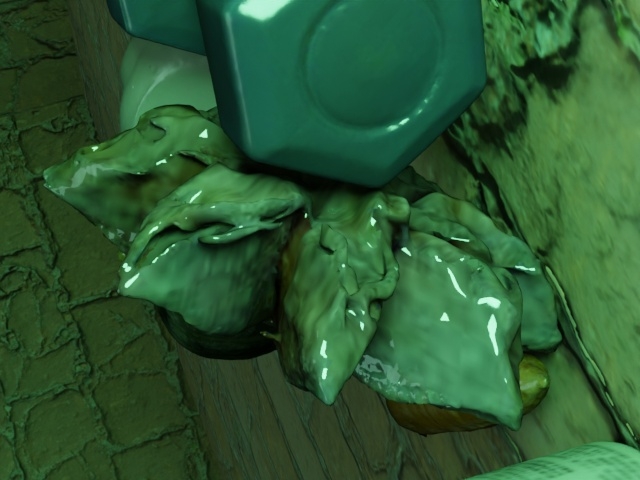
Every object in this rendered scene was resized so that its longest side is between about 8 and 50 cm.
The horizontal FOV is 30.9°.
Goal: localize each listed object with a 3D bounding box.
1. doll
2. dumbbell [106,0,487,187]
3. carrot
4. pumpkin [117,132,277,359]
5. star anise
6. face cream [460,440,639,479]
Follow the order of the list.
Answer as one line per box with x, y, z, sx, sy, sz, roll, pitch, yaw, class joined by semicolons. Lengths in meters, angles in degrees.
-0.057;-0.130;0.994;0.251;0.221;0.221;-55;49;44;doll
-0.034;-0.153;0.699;0.325;0.160;0.144;44;120;55;dumbbell
0.107;0.098;0.802;0.205;0.072;0.072;150;103;-70;carrot
-0.118;-0.019;1.242;0.300;0.207;0.300;164;90;-77;pumpkin
0.002;0.000;0.695;0.118;0.331;0.332;-65;32;22;star anise
0.109;0.255;0.640;0.249;0.225;0.249;166;90;-74;face cream
